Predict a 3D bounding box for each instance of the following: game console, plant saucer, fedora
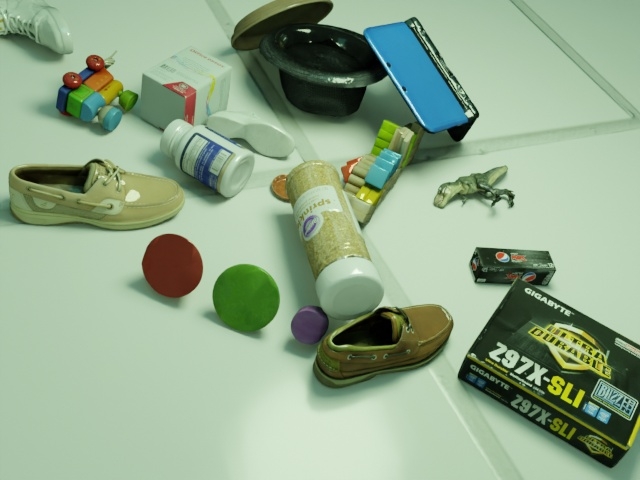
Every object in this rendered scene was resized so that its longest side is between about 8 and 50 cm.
[{"bbox_3d":[0.223,-0.362,2.012,0.173,0.250,0.293,-28,80,-11],"label":"game console"},{"bbox_3d":[-0.067,-0.115,1.865,0.083,0.013,0.083,7,45,-7],"label":"plant saucer"},{"bbox_3d":[0.007,-0.404,2.076,0.334,0.152,0.334,4,38,-3],"label":"fedora"},{"bbox_3d":[-0.101,-0.555,2.138,0.278,0.278,0.041,-21,89,-31],"label":"plant saucer"}]

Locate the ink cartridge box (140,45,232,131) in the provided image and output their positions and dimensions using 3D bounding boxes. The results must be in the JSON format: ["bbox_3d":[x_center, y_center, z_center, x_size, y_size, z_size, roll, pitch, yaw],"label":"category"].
[{"bbox_3d":[-0.307,-0.341,1.950,0.128,0.127,0.176,30,46,17],"label":"ink cartridge box"}]

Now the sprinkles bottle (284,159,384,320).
[{"bbox_3d":[0.020,-0.009,1.649,0.121,0.121,0.355,-1,41,-16],"label":"sprinkles bottle"}]

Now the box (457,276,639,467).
[{"bbox_3d":[0.454,0.238,1.597,0.322,0.079,0.257,30,47,16],"label":"box"}]

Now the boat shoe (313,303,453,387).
[{"bbox_3d":[0.132,0.177,1.552,0.307,0.104,0.110,-20,53,-32],"label":"boat shoe"}]

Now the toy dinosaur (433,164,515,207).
[{"bbox_3d":[0.385,-0.122,1.962,0.268,0.064,0.118,-20,47,-35],"label":"toy dinosaur"}]

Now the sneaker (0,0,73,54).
[{"bbox_3d":[-0.721,-0.513,2.043,0.169,0.108,0.292,-22,44,-30],"label":"sneaker"}]

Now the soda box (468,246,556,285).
[{"bbox_3d":[0.403,0.054,1.786,0.169,0.053,0.060,4,44,-12],"label":"soda box"}]

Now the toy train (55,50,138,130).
[{"bbox_3d":[-0.477,-0.351,1.944,0.143,0.105,0.248,31,45,3],"label":"toy train"}]

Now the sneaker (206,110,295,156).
[{"bbox_3d":[-0.150,-0.260,1.954,0.212,0.080,0.094,20,32,8],"label":"sneaker"}]

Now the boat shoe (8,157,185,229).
[{"bbox_3d":[-0.437,-0.098,1.679,0.341,0.110,0.121,-3,46,-18],"label":"boat shoe"}]

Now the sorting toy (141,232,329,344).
[{"bbox_3d":[-0.148,0.084,1.601,0.366,0.127,0.126,23,14,5],"label":"sorting toy"}]

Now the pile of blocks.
[{"bbox_3d":[0.122,-0.180,1.884,0.113,0.149,0.362,26,45,11],"label":"pile of blocks"}]

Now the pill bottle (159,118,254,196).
[{"bbox_3d":[-0.245,-0.182,1.816,0.187,0.112,0.112,31,46,16],"label":"pill bottle"}]
